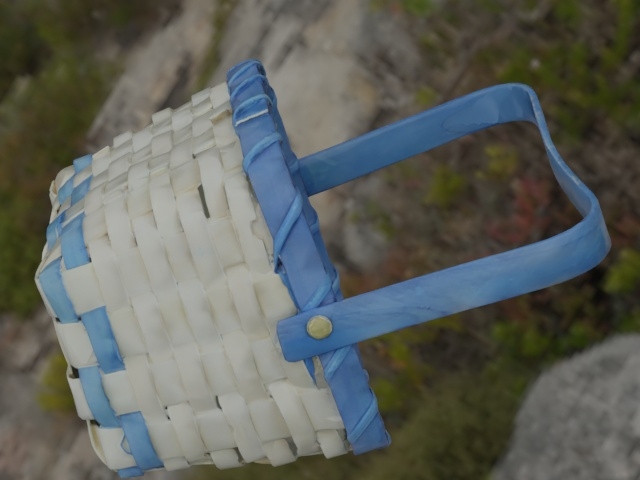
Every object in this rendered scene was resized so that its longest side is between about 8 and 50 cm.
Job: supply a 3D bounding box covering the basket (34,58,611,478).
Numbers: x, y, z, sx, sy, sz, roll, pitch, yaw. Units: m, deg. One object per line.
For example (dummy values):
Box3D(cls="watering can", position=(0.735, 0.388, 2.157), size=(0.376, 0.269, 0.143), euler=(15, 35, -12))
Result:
Box3D(cls="basket", position=(0.000, 0.000, 1.036), size=(0.289, 0.201, 0.255), euler=(-22, 19, 6))
